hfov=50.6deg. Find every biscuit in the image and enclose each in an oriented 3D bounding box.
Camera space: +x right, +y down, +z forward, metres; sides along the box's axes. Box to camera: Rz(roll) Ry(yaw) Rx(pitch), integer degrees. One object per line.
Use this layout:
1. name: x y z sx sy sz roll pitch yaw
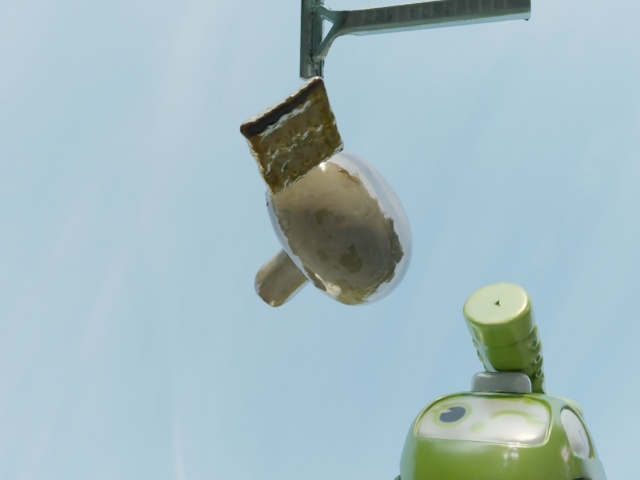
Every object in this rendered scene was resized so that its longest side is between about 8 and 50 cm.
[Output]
1. biscuit: -0.022 -0.087 0.574 0.083 0.018 0.081 -36 -43 -11

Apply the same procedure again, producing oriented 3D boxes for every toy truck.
1. toy truck: 0.153 0.165 0.544 0.148 0.210 0.187 -7 -40 32

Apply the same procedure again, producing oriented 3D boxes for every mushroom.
1. mushroom: 0.000 0.000 0.829 0.207 0.207 0.215 43 -62 -14

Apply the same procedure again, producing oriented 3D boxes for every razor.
1. razor: 0.100 -0.256 0.783 0.278 0.056 0.111 -2 -95 25
